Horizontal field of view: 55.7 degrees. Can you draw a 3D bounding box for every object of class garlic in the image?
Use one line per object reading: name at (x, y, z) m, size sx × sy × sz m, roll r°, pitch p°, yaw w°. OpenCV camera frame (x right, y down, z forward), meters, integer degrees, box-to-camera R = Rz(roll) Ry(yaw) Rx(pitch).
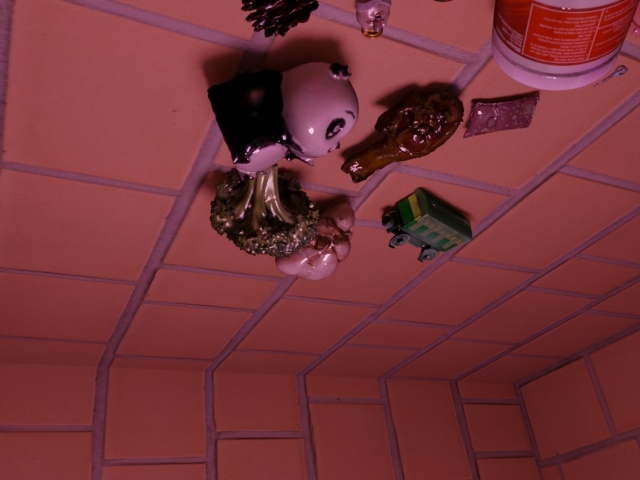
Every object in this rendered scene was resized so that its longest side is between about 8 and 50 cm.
garlic at (0.002, 0.017, 1.773) m, size 0.281 × 0.184 × 0.203 m, roll -26°, pitch -170°, yaw -27°

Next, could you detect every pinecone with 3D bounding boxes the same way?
pinecone at (-0.082, -0.469, 1.095) m, size 0.163 × 0.162 × 0.165 m, roll -18°, pitch 127°, yaw 17°

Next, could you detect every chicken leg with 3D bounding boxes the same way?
chicken leg at (0.190, -0.252, 1.525) m, size 0.361 × 0.140 × 0.212 m, roll -29°, pitch 152°, yaw 25°

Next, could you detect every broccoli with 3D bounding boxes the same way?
broccoli at (-0.150, -0.086, 1.627) m, size 0.288 × 0.259 × 0.235 m, roll 2°, pitch -178°, yaw -9°

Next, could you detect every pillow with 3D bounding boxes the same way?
pillow at (0.464, -0.323, 1.566) m, size 0.185 × 0.043 × 0.118 m, roll -9°, pitch 143°, yaw -4°

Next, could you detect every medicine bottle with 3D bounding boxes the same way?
medicine bottle at (0.459, -0.454, 1.138) m, size 0.253 × 0.252 × 0.240 m, roll -10°, pitch 149°, yaw 3°

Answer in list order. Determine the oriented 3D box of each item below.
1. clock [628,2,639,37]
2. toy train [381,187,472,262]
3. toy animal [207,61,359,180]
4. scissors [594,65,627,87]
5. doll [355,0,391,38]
clock at (0.729, -0.518, 1.265) m, size 0.162 × 0.092 × 0.166 m, roll -14°, pitch 150°, yaw -8°
toy train at (0.332, -0.042, 1.933) m, size 0.202 × 0.120 × 0.301 m, roll -34°, pitch 140°, yaw 31°
toy animal at (-0.071, -0.281, 1.344) m, size 0.310 × 0.250 × 0.251 m, roll -20°, pitch 150°, yaw -5°
scissors at (0.725, -0.407, 1.518) m, size 0.036 × 0.006 × 0.083 m, roll 19°, pitch 140°, yaw -40°
doll at (0.108, -0.458, 1.215) m, size 0.073 × 0.084 × 0.127 m, roll -8°, pitch 157°, yaw -1°
